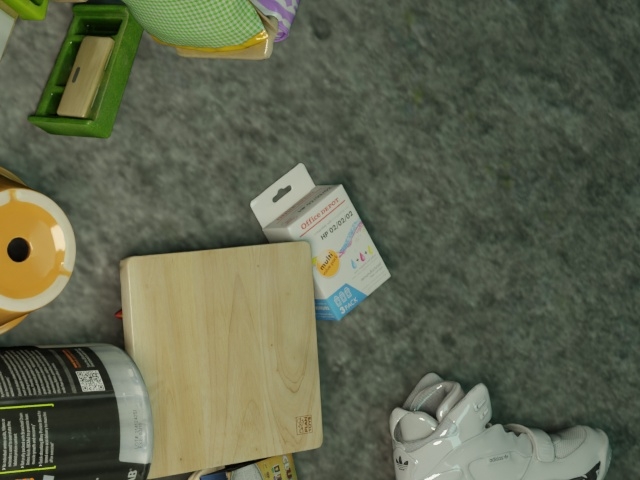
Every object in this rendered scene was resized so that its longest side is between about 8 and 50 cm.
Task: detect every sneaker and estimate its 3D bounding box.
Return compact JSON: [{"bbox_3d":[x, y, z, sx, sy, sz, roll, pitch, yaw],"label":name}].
[{"bbox_3d":[0.243,0.271,2.143,0.365,0.137,0.210,-19,103,-30],"label":"sneaker"}]

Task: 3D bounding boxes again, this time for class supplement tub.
[{"bbox_3d":[-0.355,0.210,1.688,0.316,0.193,0.194,0,90,-36],"label":"supplement tub"}]

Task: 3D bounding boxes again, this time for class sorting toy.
[{"bbox_3d":[-0.133,0.137,1.908,0.255,0.089,0.257,-5,93,-35],"label":"sorting toy"}]

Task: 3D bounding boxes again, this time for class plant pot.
[{"bbox_3d":[-0.360,0.011,1.687,0.205,0.188,0.205,0,90,-35],"label":"plant pot"}]

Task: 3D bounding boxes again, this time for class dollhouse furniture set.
[{"bbox_3d":[-0.221,-0.215,1.692,0.197,0.301,0.151,38,65,-50],"label":"dollhouse furniture set"}]

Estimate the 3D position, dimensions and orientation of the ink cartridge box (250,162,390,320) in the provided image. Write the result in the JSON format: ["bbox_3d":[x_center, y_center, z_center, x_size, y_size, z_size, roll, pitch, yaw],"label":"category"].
[{"bbox_3d":[0.000,0.000,2.018,0.104,0.061,0.181,-40,111,-29],"label":"ink cartridge box"}]

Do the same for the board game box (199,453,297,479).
[{"bbox_3d":[-0.065,0.389,1.918,0.165,0.042,0.243,-4,81,-63],"label":"board game box"}]

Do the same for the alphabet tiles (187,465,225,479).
[{"bbox_3d":[-0.106,0.411,1.898,0.278,0.021,0.284,-47,120,-59],"label":"alphabet tiles"}]

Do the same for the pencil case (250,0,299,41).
[{"bbox_3d":[-0.054,-0.349,1.972,0.088,0.086,0.206,20,76,-6],"label":"pencil case"}]
